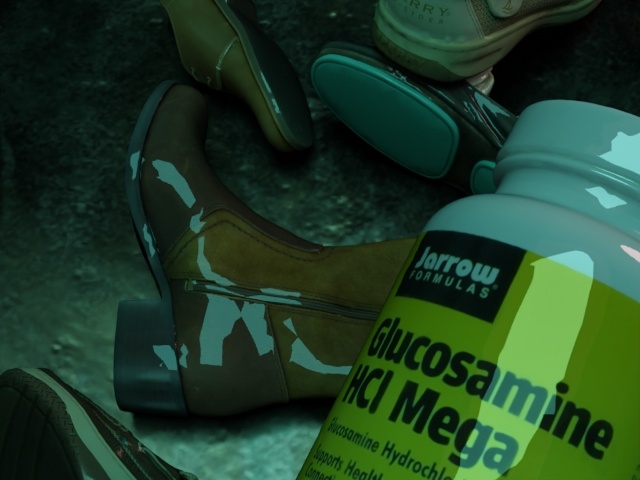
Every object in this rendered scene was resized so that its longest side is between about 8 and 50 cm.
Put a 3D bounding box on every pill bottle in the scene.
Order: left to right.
[{"bbox_3d":[0.111,0.096,0.609,0.188,0.188,0.334,24,79,15],"label":"pill bottle"}]

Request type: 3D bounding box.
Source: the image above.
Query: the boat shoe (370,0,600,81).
[{"bbox_3d":[0.167,-0.238,0.834,0.121,0.110,0.341,31,44,16],"label":"boat shoe"}]

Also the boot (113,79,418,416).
[{"bbox_3d":[0.000,0.000,0.762,0.280,0.096,0.264,-1,60,1],"label":"boot"}]

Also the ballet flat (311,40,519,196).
[{"bbox_3d":[0.125,-0.078,0.810,0.280,0.095,0.096,37,58,10],"label":"ballet flat"}]

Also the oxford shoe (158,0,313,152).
[{"bbox_3d":[-0.072,-0.146,0.874,0.076,0.076,0.212,-37,63,15],"label":"oxford shoe"}]

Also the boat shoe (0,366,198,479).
[{"bbox_3d":[-0.127,0.175,0.682,0.257,0.095,0.095,43,113,36],"label":"boat shoe"}]
